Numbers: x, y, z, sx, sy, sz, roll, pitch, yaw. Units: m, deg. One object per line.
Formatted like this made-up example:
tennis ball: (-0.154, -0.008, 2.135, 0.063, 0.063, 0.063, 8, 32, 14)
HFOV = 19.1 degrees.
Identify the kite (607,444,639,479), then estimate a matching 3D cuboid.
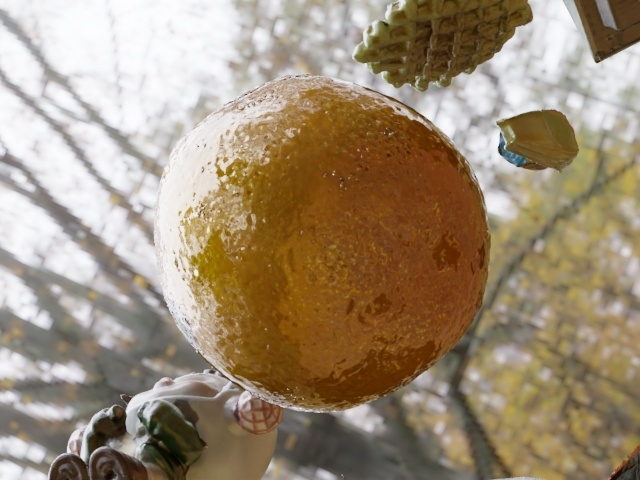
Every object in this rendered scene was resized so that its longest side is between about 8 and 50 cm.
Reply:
kite: (0.129, 0.148, 0.619, 0.321, 0.016, 0.234, 40, -139, -37)

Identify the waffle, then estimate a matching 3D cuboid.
waffle: (0.127, -0.215, 1.983, 0.183, 0.036, 0.169, 13, -43, -47)

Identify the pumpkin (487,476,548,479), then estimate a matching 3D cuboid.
pumpkin: (0.166, 0.432, 1.638, 0.454, 0.344, 0.454, 3, -93, -54)

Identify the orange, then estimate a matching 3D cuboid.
orange: (0.000, 0.000, 1.532, 0.274, 0.274, 0.274, -33, -46, -43)

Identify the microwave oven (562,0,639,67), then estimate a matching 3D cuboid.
microwave oven: (0.253, -0.274, 1.663, 0.129, 0.163, 0.205, -28, -21, 7)

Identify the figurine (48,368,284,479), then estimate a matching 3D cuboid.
figurine: (-0.172, 0.242, 2.172, 0.370, 0.281, 0.167, -11, -93, -67)

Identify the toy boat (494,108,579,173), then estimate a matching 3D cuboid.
toy boat: (0.230, -0.101, 2.008, 0.172, 0.066, 0.065, 10, -124, -61)

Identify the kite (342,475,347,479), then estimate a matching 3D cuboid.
kite: (0.065, 0.309, 1.886, 0.006, 0.198, 0.244, -29, -36, -13)
